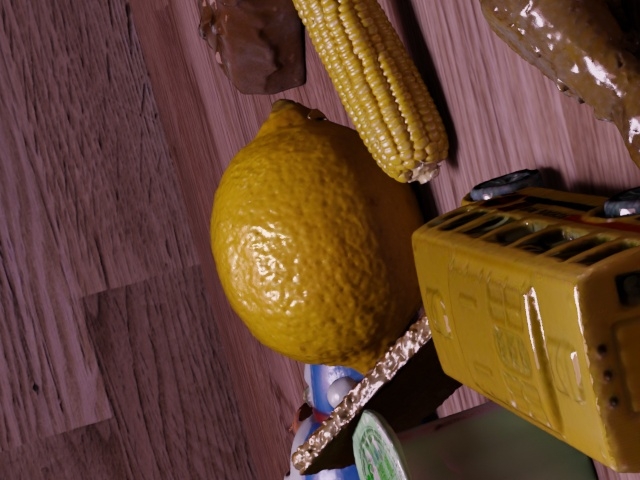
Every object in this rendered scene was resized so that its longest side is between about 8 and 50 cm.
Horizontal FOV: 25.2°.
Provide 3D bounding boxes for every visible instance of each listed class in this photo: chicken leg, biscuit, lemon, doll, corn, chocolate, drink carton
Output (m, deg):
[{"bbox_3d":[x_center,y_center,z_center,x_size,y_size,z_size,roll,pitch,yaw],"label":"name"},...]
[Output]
[{"bbox_3d":[0.140,-0.102,0.757,0.198,0.069,0.085,58,164,30],"label":"chicken leg"},{"bbox_3d":[0.082,0.099,1.112,0.237,0.131,0.026,-50,64,25],"label":"biscuit"},{"bbox_3d":[0.000,0.000,1.249,0.188,0.188,0.256,136,115,-77],"label":"lemon"},{"bbox_3d":[0.033,0.179,1.404,0.215,0.161,0.256,-21,-72,-74],"label":"doll"},{"bbox_3d":[0.037,-0.137,1.121,0.206,0.067,0.067,61,167,4],"label":"corn"},{"bbox_3d":[-0.082,-0.256,1.500,0.214,0.093,0.148,89,162,-52],"label":"chocolate"},{"bbox_3d":[0.116,0.178,1.054,0.146,0.142,0.144,101,148,-66],"label":"drink carton"}]

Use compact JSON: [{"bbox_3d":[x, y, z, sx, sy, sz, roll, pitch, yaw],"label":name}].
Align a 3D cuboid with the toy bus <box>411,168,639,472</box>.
[{"bbox_3d":[0.136,0.035,0.808,0.335,0.123,0.121,-160,54,-75],"label":"toy bus"}]
